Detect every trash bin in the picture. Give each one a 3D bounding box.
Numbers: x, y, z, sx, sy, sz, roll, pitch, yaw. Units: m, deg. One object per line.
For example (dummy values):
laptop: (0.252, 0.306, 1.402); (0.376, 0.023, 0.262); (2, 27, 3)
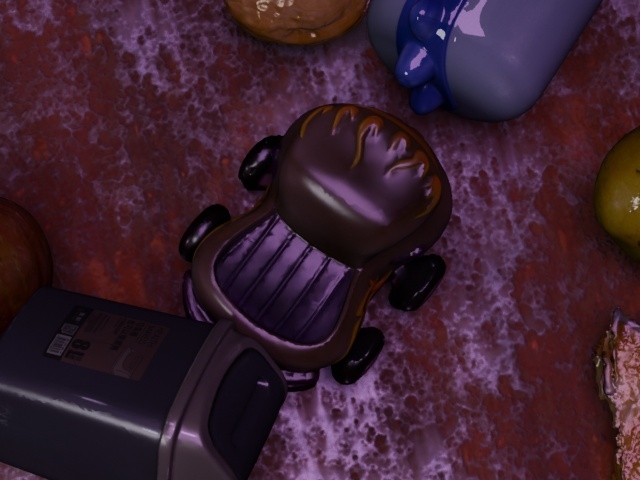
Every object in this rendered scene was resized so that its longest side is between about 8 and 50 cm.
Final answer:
trash bin: (-0.197, 0.173, 1.632); (0.290, 0.182, 0.209); (15, 40, 9)

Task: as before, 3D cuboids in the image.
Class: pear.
pear: (0.417, -0.054, 1.801); (0.200, 0.200, 0.200); (1, 80, -4)

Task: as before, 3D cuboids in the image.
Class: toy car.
toy car: (0.000, 0.000, 1.729); (0.271, 0.240, 0.340); (37, 77, 4)

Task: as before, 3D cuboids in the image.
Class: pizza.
pizza: (0.392, 0.246, 1.802); (0.288, 0.074, 0.251); (38, 79, 3)

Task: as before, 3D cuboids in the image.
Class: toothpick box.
toothpick box: (0.197, -0.299, 1.786); (0.263, 0.263, 0.354); (32, 81, 1)

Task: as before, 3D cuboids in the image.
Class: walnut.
walnut: (-0.022, -0.298, 1.826); (0.180, 0.144, 0.144); (-6, 81, 11)

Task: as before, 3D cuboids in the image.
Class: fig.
fig: (-0.386, 0.048, 1.728); (0.205, 0.205, 0.205); (1, 80, -4)
